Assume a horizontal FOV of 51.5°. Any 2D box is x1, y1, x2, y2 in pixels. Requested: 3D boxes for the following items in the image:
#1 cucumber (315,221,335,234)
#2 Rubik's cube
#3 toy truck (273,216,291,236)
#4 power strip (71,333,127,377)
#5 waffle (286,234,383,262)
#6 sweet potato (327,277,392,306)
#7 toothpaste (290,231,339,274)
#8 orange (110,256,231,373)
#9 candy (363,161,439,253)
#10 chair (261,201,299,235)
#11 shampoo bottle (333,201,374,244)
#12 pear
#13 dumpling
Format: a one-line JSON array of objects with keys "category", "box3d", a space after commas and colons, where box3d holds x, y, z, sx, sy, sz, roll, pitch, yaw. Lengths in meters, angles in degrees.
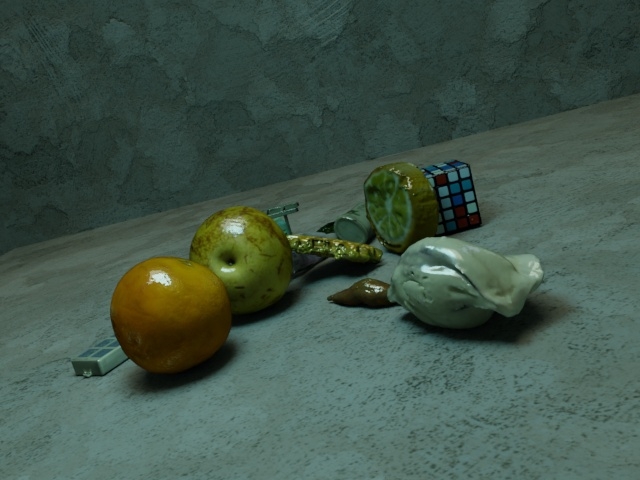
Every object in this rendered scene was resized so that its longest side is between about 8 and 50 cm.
[{"category": "cucumber", "box3d": [0.000, 0.000, 2.111, 0.069, 0.069, 0.227, -4, 23, 39]}, {"category": "Rubik's cube", "box3d": [0.353, -0.123, 1.959, 0.182, 0.187, 0.184, -16, 11, 1]}, {"category": "toy truck", "box3d": [-0.192, 0.042, 1.940, 0.156, 0.155, 0.278, -6, 17, 46]}, {"category": "power strip", "box3d": [-0.466, 0.240, 1.690, 0.106, 0.043, 0.367, -6, 16, 31]}, {"category": "waffle", "box3d": [0.031, 0.021, 1.818, 0.290, 0.051, 0.291, 9, 2, 0]}, {"category": "sweet potato", "box3d": [0.094, 0.118, 1.530, 0.226, 0.068, 0.068, -4, 18, 42]}, {"category": "toothpaste", "box3d": [-0.037, 0.026, 1.967, 0.099, 0.069, 0.282, 42, 34, 22]}, {"category": "orange", "box3d": [-0.320, 0.153, 1.431, 0.260, 0.261, 0.261, -14, 14, 4]}, {"category": "candy", "box3d": [0.220, -0.090, 1.828, 0.117, 0.260, 0.260, -18, 13, -24]}, {"category": "chair", "box3d": [-0.187, -0.027, 2.261, 0.270, 0.137, 0.147, -16, 12, 2]}, {"category": "shampoo bottle", "box3d": [0.137, -0.063, 2.122, 0.118, 0.087, 0.234, 31, 29, 13]}, {"category": "pear", "box3d": [-0.197, 0.053, 1.678, 0.280, 0.281, 0.281, -14, 14, 4]}, {"category": "dumpling", "box3d": [0.274, 0.063, 1.290, 0.242, 0.187, 0.318, -26, 14, -27]}]
